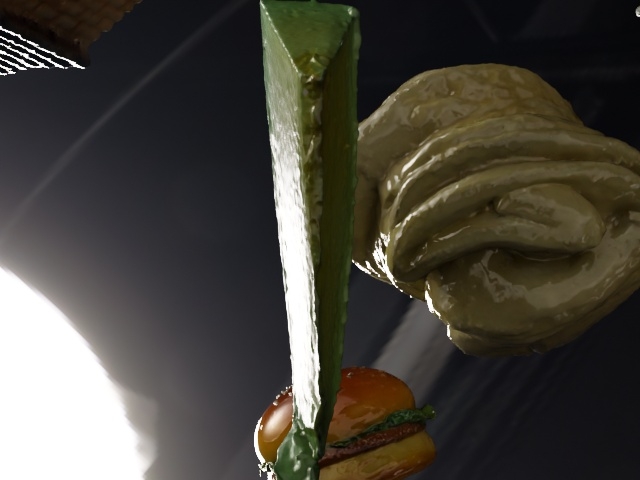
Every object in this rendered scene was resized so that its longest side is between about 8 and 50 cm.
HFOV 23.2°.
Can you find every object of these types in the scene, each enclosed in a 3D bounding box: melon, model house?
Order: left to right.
[{"bbox_3d":[-0.235,-0.211,1.084,0.172,0.166,0.183,-42,-113,16],"label":"model house"},{"bbox_3d":[-0.001,0.001,0.801,0.053,0.262,0.114,0,179,-7],"label":"melon"}]

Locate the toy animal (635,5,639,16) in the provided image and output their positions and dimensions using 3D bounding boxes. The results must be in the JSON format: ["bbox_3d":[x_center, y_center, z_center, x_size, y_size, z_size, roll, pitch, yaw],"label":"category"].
[{"bbox_3d":[0.529,-0.225,2.061,0.127,0.251,0.125,-18,-146,42],"label":"toy animal"}]

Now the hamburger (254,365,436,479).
[{"bbox_3d":[0.028,0.253,2.054,0.246,0.170,0.246,-23,175,-2],"label":"hamburger"}]

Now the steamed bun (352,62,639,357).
[{"bbox_3d":[0.171,-0.015,1.659,0.372,0.325,0.230,30,-138,15],"label":"steamed bun"}]
